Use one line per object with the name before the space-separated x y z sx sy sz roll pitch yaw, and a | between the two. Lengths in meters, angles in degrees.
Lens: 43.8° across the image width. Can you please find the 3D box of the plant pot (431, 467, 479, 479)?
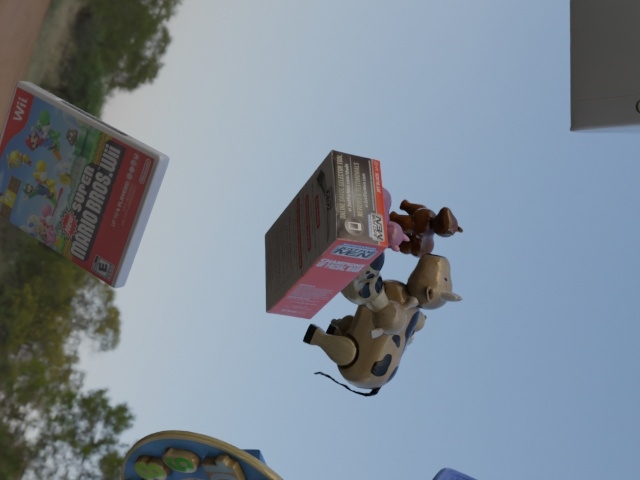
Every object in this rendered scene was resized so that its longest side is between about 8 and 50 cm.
plant pot | 0.126 0.314 0.502 0.212 0.236 0.236 -67 164 8

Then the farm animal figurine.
farm animal figurine | 0.097 0.081 1.135 0.172 0.330 0.326 29 -66 26

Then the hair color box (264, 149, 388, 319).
hair color box | 0.000 0.000 0.753 0.167 0.053 0.093 132 -38 -54

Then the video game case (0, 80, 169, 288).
video game case | -0.362 -0.085 1.152 0.025 0.285 0.204 -8 123 -64

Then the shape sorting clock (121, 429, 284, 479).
shape sorting clock | -0.089 0.251 0.702 0.206 0.206 0.040 -51 -178 36

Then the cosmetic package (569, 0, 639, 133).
cosmetic package | 0.341 -0.280 0.704 0.197 0.155 0.365 1 -86 48
